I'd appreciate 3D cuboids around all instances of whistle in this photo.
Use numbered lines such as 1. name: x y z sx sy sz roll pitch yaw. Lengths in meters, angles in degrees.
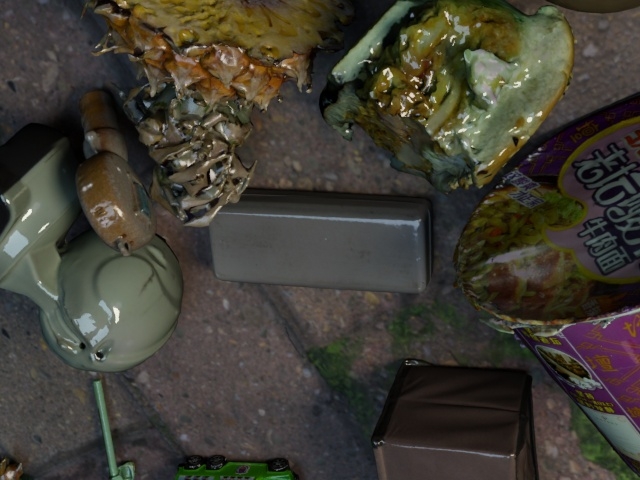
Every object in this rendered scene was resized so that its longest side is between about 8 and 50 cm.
1. whistle: -0.218 -0.073 1.114 0.057 0.220 0.107 -27 143 9

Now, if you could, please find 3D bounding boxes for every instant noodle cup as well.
1. instant noodle cup: 0.323 0.054 0.955 0.340 0.340 0.266 -22 117 24

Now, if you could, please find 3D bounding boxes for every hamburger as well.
1. hamburger: 0.117 -0.148 0.965 0.168 0.288 0.192 44 88 -3

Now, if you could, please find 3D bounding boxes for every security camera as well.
1. security camera: -0.275 0.024 1.175 0.277 0.191 0.197 44 119 -9

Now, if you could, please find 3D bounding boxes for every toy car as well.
1. toy car: -0.106 0.317 1.333 0.165 0.062 0.071 -2 113 17

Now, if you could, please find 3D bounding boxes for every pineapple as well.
1. pineapple: -0.121 -0.143 1.052 0.263 0.262 0.271 23 132 5

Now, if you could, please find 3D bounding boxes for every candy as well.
1. candy: -0.271 0.315 1.386 0.084 0.078 0.287 1 107 29

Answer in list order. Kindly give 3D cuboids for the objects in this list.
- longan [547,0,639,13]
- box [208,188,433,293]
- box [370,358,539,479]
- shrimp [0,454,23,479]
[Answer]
1. longan: 0.218 -0.297 0.852 0.246 0.246 0.215 -15 141 22
2. box: 0.000 0.000 1.156 0.244 0.055 0.103 4 116 15
3. box: 0.163 0.282 1.168 0.153 0.188 0.252 -2 112 17
4. shrimp: -0.484 0.324 1.454 0.187 0.051 0.132 -28 104 29
